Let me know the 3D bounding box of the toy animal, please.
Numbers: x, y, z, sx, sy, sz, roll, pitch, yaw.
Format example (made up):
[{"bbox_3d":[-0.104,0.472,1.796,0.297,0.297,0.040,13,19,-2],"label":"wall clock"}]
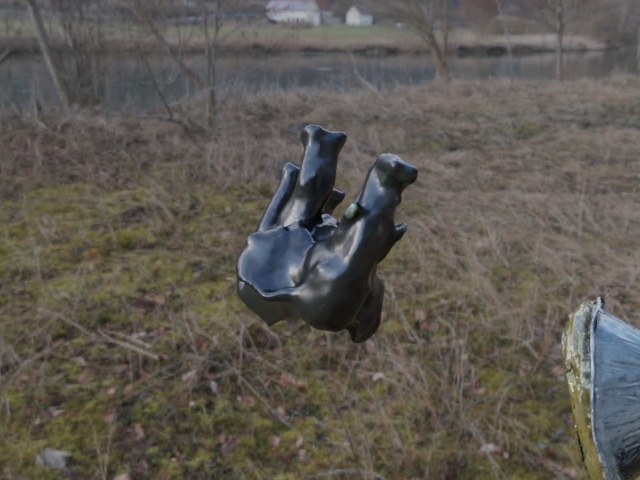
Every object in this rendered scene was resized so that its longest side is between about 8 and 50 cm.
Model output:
[{"bbox_3d":[0.005,0.002,0.512,0.115,0.146,0.245,23,-16,-4],"label":"toy animal"}]

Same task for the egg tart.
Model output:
[{"bbox_3d":[0.348,0.177,0.768,0.094,0.234,0.234,-9,10,30],"label":"egg tart"}]
